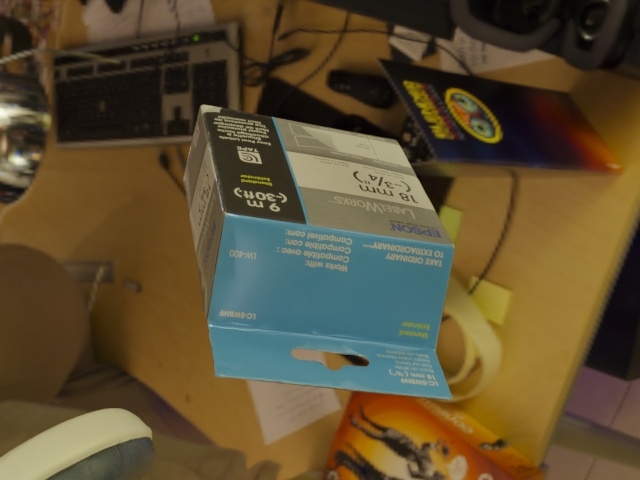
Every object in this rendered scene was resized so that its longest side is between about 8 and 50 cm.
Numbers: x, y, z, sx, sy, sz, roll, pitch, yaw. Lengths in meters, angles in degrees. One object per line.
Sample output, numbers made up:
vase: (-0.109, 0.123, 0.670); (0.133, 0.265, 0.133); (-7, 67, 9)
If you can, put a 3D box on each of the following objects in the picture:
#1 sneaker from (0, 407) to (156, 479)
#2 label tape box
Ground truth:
sneaker: (-0.165, 0.220, 0.466); (0.148, 0.350, 0.131); (41, 130, 5)
label tape box: (0.000, 0.000, 1.016); (0.334, 0.240, 0.106); (-109, 33, -53)
